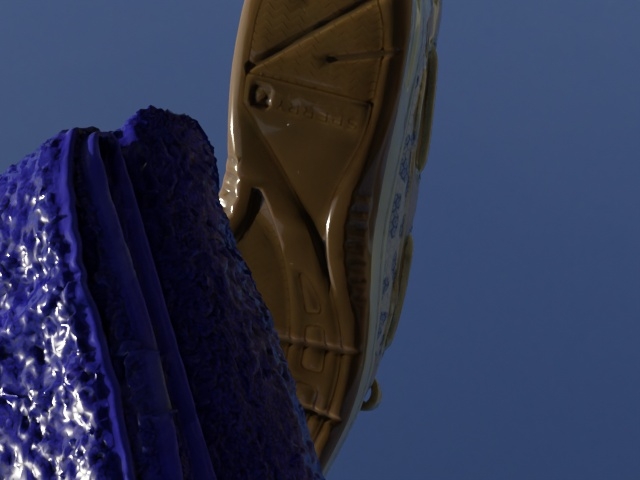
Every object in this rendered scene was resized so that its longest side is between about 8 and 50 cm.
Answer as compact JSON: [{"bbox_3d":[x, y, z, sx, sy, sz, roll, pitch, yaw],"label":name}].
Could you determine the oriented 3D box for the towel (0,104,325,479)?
[{"bbox_3d":[-0.098,0.125,0.538,0.076,0.228,0.308,29,-143,-56],"label":"towel"}]

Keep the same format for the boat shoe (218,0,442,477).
[{"bbox_3d":[0.000,0.000,0.726,0.104,0.285,0.089,24,-160,20],"label":"boat shoe"}]
